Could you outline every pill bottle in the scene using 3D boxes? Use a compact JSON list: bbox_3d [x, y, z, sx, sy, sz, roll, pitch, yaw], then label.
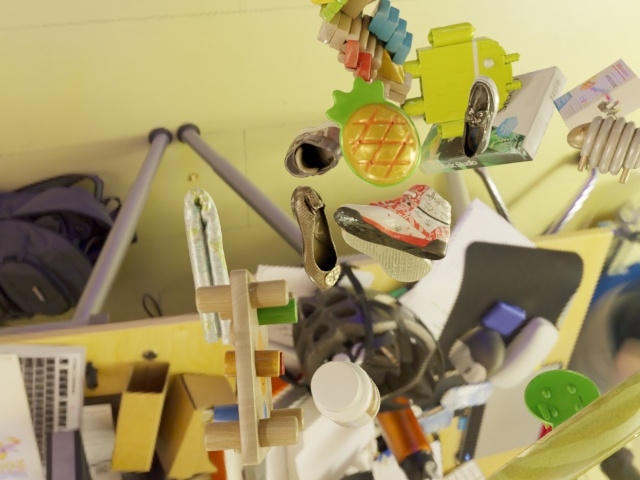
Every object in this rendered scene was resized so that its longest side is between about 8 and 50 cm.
[{"bbox_3d":[0.053,0.336,1.624,0.131,0.131,0.229,-27,157,2],"label":"pill bottle"}]

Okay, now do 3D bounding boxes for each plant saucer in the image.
[{"bbox_3d":[0.217,0.163,0.604,0.241,0.037,0.241,-29,156,-15],"label":"plant saucer"}]

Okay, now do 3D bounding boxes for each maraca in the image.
[{"bbox_3d":[0.088,-0.176,1.206,0.127,0.099,0.185,-31,93,0],"label":"maraca"}]

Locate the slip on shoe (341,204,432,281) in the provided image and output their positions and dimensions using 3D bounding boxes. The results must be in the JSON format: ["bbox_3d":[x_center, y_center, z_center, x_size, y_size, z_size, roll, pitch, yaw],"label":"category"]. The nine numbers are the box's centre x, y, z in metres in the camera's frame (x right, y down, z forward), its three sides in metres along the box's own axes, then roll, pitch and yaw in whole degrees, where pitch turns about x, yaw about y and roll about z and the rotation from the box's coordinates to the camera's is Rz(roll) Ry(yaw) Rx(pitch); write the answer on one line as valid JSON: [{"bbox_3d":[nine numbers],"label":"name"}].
[{"bbox_3d":[0.179,0.009,1.933,0.123,0.101,0.331,-34,131,29],"label":"slip on shoe"}]

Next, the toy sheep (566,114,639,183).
[{"bbox_3d":[0.409,-0.129,1.026,0.132,0.091,0.091,19,126,16],"label":"toy sheep"}]

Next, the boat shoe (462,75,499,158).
[{"bbox_3d":[0.255,-0.195,1.192,0.040,0.049,0.142,-44,144,-38],"label":"boat shoe"}]

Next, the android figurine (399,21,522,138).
[{"bbox_3d":[0.305,-0.351,1.622,0.273,0.056,0.248,-8,113,2],"label":"android figurine"}]

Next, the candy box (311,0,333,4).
[{"bbox_3d":[0.028,-0.255,0.467,0.027,0.105,0.206,-26,174,-39],"label":"candy box"}]

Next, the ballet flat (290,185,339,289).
[{"bbox_3d":[0.000,0.000,1.477,0.084,0.058,0.250,-48,136,-41],"label":"ballet flat"}]

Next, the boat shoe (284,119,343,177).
[{"bbox_3d":[-0.018,-0.188,1.612,0.092,0.285,0.103,-45,105,-26],"label":"boat shoe"}]

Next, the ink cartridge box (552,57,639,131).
[{"bbox_3d":[0.532,-0.268,1.359,0.181,0.104,0.061,-32,115,21],"label":"ink cartridge box"}]

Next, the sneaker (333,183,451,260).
[{"bbox_3d":[0.163,-0.064,1.615,0.270,0.145,0.090,19,158,-14],"label":"sneaker"}]

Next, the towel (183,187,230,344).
[{"bbox_3d":[-0.275,0.058,1.826,0.090,0.320,0.374,-9,94,-11],"label":"towel"}]

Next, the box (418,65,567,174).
[{"bbox_3d":[0.385,-0.271,1.705,0.058,0.322,0.232,40,65,-28],"label":"box"}]

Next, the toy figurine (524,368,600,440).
[{"bbox_3d":[0.445,0.350,1.333,0.130,0.173,0.159,-12,125,5],"label":"toy figurine"}]

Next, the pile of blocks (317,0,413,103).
[{"bbox_3d":[0.067,-0.346,1.208,0.149,0.112,0.362,-15,136,31],"label":"pile of blocks"}]

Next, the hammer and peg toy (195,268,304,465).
[{"bbox_3d":[-0.091,0.194,1.117,0.127,0.266,0.361,-5,170,0],"label":"hammer and peg toy"}]
